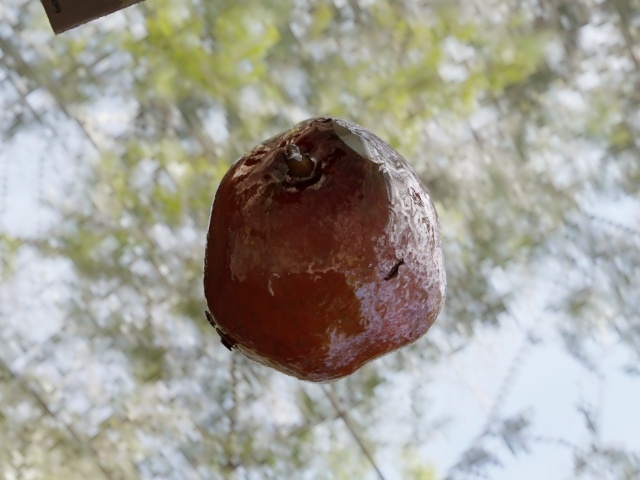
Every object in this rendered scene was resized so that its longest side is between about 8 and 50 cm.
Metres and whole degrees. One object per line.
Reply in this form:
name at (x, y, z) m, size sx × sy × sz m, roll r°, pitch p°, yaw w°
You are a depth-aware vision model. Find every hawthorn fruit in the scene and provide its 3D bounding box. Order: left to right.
hawthorn fruit at (0.000, 0.000, 1.434) m, size 0.185 × 0.202 × 0.185 m, roll -5°, pitch -129°, yaw 6°

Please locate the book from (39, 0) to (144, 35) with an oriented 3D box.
book at (-0.142, -0.207, 1.255) m, size 0.014 × 0.127 × 0.182 m, roll -24°, pitch -172°, yaw -36°
